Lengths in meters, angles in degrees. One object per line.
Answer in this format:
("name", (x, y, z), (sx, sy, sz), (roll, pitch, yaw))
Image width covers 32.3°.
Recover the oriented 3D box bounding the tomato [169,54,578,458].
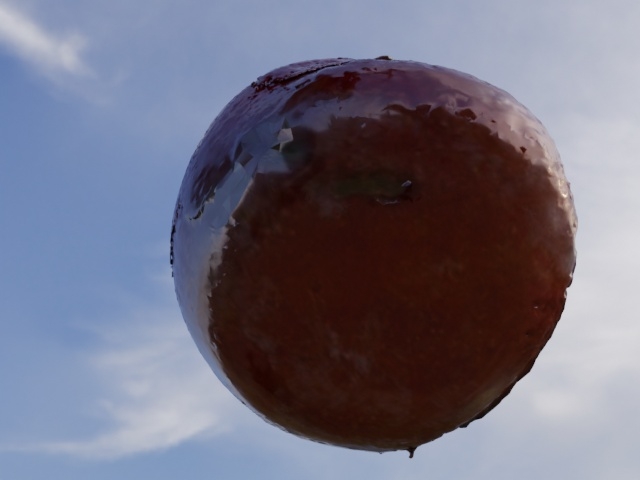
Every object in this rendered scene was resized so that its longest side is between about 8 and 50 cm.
("tomato", (0.000, 0.000, 0.467), (0.189, 0.173, 0.099), (19, 2, 43))
